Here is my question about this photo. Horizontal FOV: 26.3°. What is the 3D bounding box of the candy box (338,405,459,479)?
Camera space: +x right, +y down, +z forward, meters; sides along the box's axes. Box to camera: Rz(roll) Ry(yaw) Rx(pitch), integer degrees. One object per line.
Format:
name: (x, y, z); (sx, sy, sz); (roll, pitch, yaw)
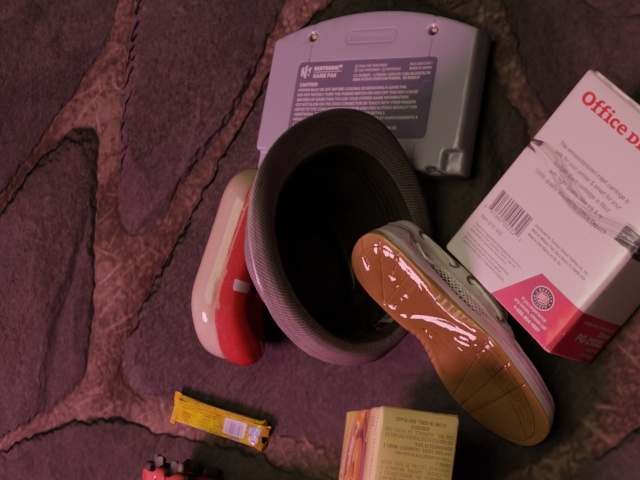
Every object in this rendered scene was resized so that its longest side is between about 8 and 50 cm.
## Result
candy box: (0.062, 0.331, 1.383); (0.183, 0.087, 0.316); (136, 141, -77)

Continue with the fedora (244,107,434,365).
fedora: (0.000, 0.000, 1.494); (0.124, 0.243, 0.275); (-5, 116, 54)

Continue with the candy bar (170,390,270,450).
candy bar: (-0.124, 0.219, 1.657); (0.161, 0.018, 0.040); (11, 88, 38)

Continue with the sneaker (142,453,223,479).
sneaker: (-0.107, 0.338, 1.561); (0.276, 0.097, 0.135); (10, 83, 40)

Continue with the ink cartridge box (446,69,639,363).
ink cartridge box: (0.270, -0.023, 1.376); (0.237, 0.100, 0.172); (-52, 53, 15)

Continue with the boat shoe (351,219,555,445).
boat shoe: (0.156, 0.085, 1.420); (0.277, 0.096, 0.098); (51, 134, 7)

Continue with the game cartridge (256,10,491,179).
game cartridge: (0.061, -0.170, 1.607); (0.294, 0.060, 0.196); (4, 83, 37)

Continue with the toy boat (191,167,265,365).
toy boat: (-0.055, 0.037, 1.599); (0.151, 0.151, 0.231); (17, 88, 10)
